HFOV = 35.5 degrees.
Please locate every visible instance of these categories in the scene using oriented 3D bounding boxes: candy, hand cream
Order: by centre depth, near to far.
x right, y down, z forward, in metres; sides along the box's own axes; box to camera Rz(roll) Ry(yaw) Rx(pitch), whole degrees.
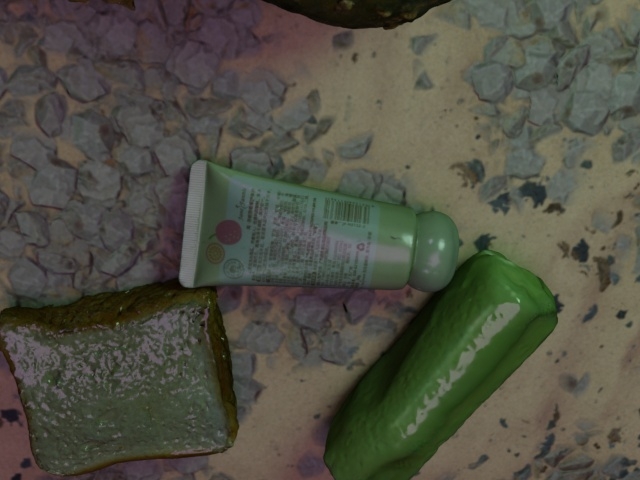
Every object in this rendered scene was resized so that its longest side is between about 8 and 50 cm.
[{"bbox_3d":[0.000,0.000,1.119,0.306,0.093,0.147,7,104,-6],"label":"hand cream"},{"bbox_3d":[0.139,0.167,1.180,0.132,0.142,0.343,29,109,-30],"label":"candy"}]

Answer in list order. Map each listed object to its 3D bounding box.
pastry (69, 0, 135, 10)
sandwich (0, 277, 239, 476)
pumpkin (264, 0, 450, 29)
[{"bbox_3d":[-0.214,-0.335,0.930,0.154,0.102,0.250,1,109,26],"label":"pastry"},{"bbox_3d":[-0.230,0.164,1.173,0.251,0.087,0.226,-8,115,-1],"label":"sandwich"},{"bbox_3d":[0.019,-0.329,0.886,0.327,0.257,0.291,27,122,-16],"label":"pumpkin"}]
